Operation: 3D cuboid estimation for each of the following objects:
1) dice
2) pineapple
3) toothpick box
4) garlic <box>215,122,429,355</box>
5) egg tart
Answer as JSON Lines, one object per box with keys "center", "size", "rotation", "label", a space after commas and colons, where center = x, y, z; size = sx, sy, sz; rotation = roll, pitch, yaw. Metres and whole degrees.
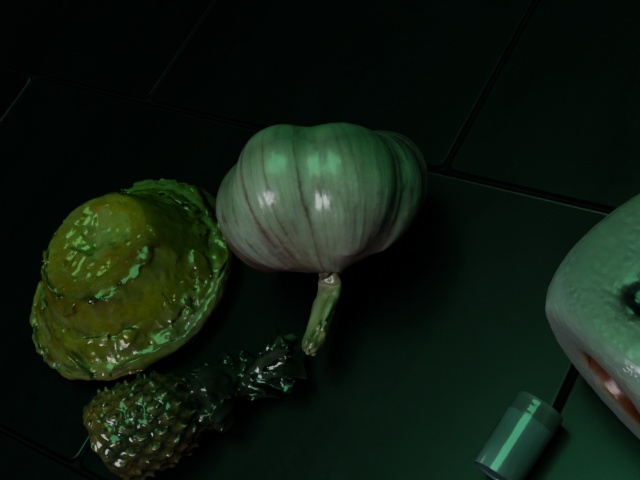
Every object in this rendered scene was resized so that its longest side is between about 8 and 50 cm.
{"center": [0.331, 0.075, 0.956], "size": [0.192, 0.193, 0.194], "rotation": [-38, 49, 0], "label": "dice"}
{"center": [-0.131, 0.171, 1.178], "size": [0.251, 0.125, 0.125], "rotation": [-26, 50, 1], "label": "pineapple"}
{"center": [0.192, 0.194, 1.033], "size": [0.052, 0.052, 0.083], "rotation": [26, 73, 36], "label": "toothpick box"}
{"center": [0.000, 0.000, 1.169], "size": [0.245, 0.245, 0.253], "rotation": [-8, 79, 21], "label": "garlic"}
{"center": [-0.249, 0.033, 1.318], "size": [0.295, 0.116, 0.294], "rotation": [-14, 52, 19], "label": "egg tart"}
